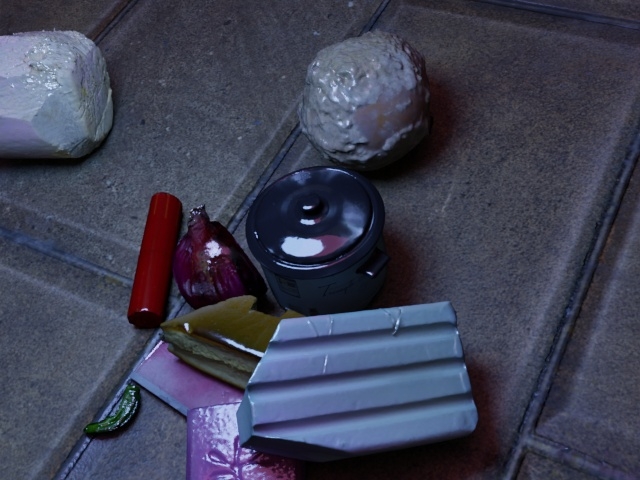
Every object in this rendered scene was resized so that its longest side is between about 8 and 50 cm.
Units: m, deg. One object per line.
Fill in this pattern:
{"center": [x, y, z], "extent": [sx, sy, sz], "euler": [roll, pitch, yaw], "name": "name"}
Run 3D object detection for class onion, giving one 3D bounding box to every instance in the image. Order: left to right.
{"center": [-0.200, 0.033, 1.373], "extent": [0.140, 0.218, 0.195], "euler": [-29, 42, -5], "name": "onion"}

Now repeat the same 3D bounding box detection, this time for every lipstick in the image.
{"center": [-0.318, 0.033, 1.493], "extent": [0.073, 0.073, 0.279], "euler": [-4, 54, 9], "name": "lipstick"}

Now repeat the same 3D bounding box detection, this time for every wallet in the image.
{"center": [-0.212, 0.248, 1.339], "extent": [0.232, 0.025, 0.119], "euler": [27, 64, 27], "name": "wallet"}

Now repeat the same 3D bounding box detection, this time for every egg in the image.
{"center": [0.089, -0.274, 1.519], "extent": [0.279, 0.279, 0.310], "euler": [7, 44, 17], "name": "egg"}

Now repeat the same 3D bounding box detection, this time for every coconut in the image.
{"center": [-0.642, -0.322, 1.691], "extent": [0.310, 0.297, 0.297], "euler": [-1, 54, 8], "name": "coconut"}

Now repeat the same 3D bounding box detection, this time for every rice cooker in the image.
{"center": [0.000, 0.000, 1.351], "extent": [0.281, 0.227, 0.241], "euler": [31, 66, 30], "name": "rice cooker"}

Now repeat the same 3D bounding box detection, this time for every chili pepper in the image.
{"center": [-0.350, 0.302, 1.327], "extent": [0.118, 0.035, 0.055], "euler": [-44, 45, -9], "name": "chili pepper"}

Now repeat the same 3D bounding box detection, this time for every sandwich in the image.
{"center": [-0.142, 0.171, 1.300], "extent": [0.236, 0.122, 0.128], "euler": [19, 39, 20], "name": "sandwich"}

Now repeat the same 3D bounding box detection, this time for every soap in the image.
{"center": [-0.112, 0.379, 1.172], "extent": [0.181, 0.081, 0.259], "euler": [-7, 59, 6], "name": "soap"}
{"center": [0.049, 0.217, 1.155], "extent": [0.347, 0.115, 0.208], "euler": [-5, 72, -19], "name": "soap"}
